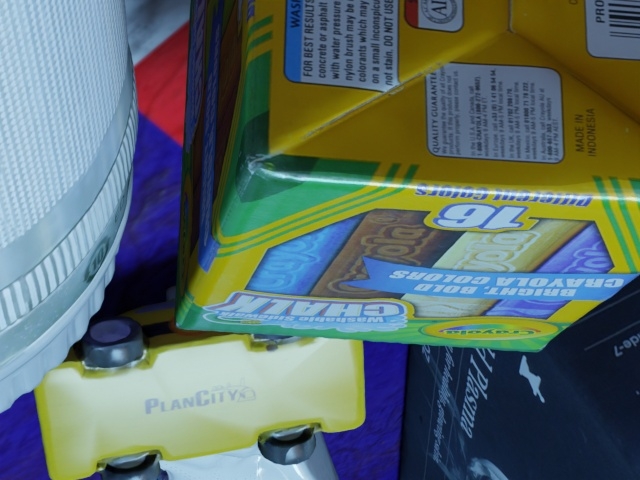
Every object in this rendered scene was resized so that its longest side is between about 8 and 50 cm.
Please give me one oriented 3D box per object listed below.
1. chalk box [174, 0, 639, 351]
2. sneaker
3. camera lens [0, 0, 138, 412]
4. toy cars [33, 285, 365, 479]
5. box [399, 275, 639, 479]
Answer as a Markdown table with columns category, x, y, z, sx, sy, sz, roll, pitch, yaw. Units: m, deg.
| category | x | y | z | sx | sy | sz | roll | pitch | yaw |
| --- | --- | --- | --- | --- | --- | --- | --- | --- | --- |
| chalk box | 0.034 | -0.058 | 0.700 | 0.179 | 0.180 | 0.289 | 4 | 161 | -11 |
| sneaker | -0.062 | 0.145 | 1.101 | 0.094 | 0.080 | 0.212 | -30 | 145 | 16 |
| camera lens | -0.171 | -0.080 | 0.512 | 0.219 | 0.219 | 0.274 | -25 | 148 | -17 |
| toy cars | 0.000 | 0.000 | 0.925 | 0.394 | 0.087 | 0.176 | -44 | 120 | 11 |
| box | 0.294 | 0.204 | 1.125 | 0.297 | 0.472 | 0.480 | -25 | 148 | -16 |
